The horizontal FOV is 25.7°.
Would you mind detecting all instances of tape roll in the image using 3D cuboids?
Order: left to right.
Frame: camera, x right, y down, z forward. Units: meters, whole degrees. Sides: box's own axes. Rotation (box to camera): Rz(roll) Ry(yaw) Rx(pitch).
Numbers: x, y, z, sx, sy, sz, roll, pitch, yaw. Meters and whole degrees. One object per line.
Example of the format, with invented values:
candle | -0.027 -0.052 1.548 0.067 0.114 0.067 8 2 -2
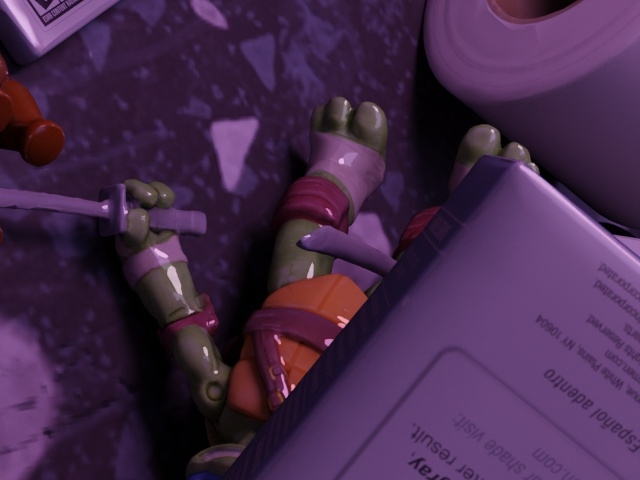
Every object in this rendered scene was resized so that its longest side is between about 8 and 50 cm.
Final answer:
tape roll | 0.210 -0.151 0.916 0.169 0.246 0.246 34 55 -32

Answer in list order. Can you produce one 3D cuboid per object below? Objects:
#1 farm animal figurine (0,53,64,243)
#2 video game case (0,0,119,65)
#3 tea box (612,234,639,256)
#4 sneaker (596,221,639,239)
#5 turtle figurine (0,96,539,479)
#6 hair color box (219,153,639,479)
farm animal figurine | -0.255 -0.103 0.475 0.330 0.172 0.327 -10 126 -46
video game case | -0.143 -0.222 0.743 0.193 0.023 0.212 57 46 -15
tea box | 0.231 0.203 0.717 0.220 0.323 0.329 77 27 -57
sneaker | 0.167 0.041 0.937 0.267 0.101 0.106 19 45 -42
turtle figurine | 0.000 0.000 0.691 0.275 0.197 0.266 57 40 -19
hair color box | 0.018 0.170 0.518 0.185 0.113 0.374 39 94 -3
